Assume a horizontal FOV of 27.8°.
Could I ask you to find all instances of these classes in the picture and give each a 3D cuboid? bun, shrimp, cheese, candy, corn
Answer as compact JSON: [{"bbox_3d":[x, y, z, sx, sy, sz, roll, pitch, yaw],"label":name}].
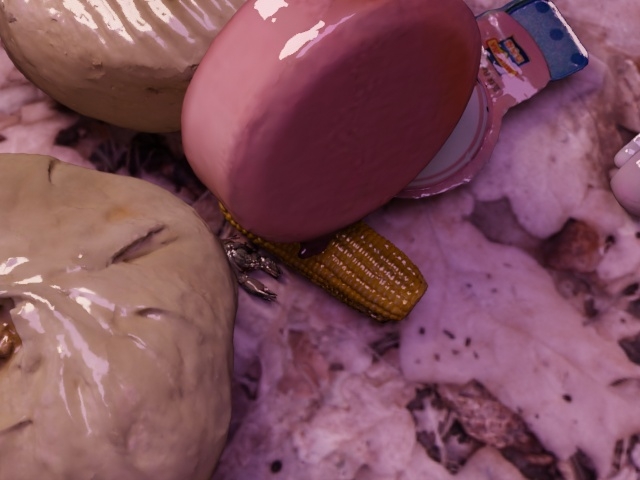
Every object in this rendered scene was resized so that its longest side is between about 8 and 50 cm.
[{"bbox_3d":[-0.227,0.085,0.998,0.361,0.213,0.361,0,71,-1],"label":"bun"},{"bbox_3d":[-0.070,0.017,1.133,0.092,0.029,0.038,36,63,5],"label":"shrimp"},{"bbox_3d":[0.106,-0.138,1.176,0.286,0.074,0.189,-26,73,-12],"label":"cheese"},{"bbox_3d":[0.009,-0.104,1.003,0.255,0.255,0.094,-34,61,-15],"label":"candy"},{"bbox_3d":[-0.105,-0.254,1.112,0.326,0.234,0.362,33,83,22],"label":"bun"},{"bbox_3d":[0.000,0.000,1.118,0.203,0.072,0.072,34,71,10],"label":"corn"}]

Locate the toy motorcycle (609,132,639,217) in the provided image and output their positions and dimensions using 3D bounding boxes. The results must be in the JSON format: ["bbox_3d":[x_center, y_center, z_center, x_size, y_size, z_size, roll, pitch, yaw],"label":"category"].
[{"bbox_3d":[0.366,-0.113,1.159,0.254,0.112,0.112,-36,74,-14],"label":"toy motorcycle"}]
